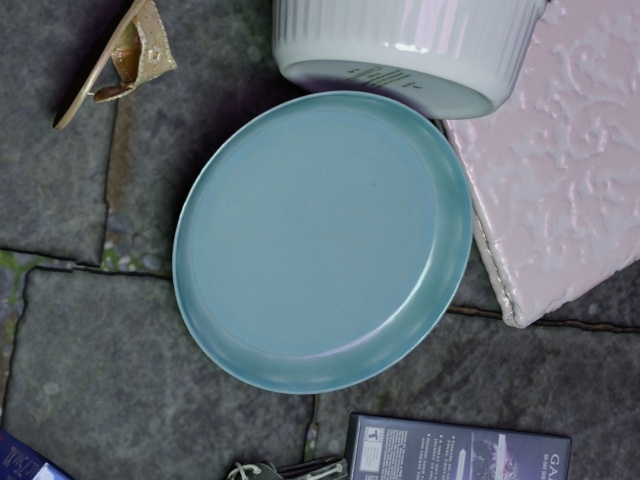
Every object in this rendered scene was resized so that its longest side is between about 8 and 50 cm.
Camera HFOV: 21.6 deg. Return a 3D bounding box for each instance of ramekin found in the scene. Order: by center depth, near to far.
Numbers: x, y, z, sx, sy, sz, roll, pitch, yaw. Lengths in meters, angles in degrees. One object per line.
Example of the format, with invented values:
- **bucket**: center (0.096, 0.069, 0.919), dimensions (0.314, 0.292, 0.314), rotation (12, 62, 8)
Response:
- **ramekin**: center (0.076, -0.203, 1.605), dimensions (0.273, 0.273, 0.127), rotation (13, 82, -27)

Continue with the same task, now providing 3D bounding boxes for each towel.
- **towel**: center (0.281, -0.113, 1.839), dimensions (0.332, 0.053, 0.317), rotation (-28, 104, -24)

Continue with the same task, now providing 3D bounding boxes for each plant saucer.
- **plant saucer**: center (0.000, 0.000, 1.664), dimensions (0.317, 0.044, 0.317), rotation (-9, 113, -20)

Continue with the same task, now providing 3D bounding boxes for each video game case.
- **video game case**: center (0.142, 0.295, 1.801), dimensions (0.274, 0.026, 0.196), rotation (9, 88, -28)

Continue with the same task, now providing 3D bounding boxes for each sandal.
- **sandal**: center (-0.164, -0.194, 1.589), dimensions (0.079, 0.088, 0.240), rotation (29, 74, -19)

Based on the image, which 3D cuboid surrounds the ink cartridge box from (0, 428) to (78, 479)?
- **ink cartridge box**: center (-0.211, 0.263, 1.528), dimensions (0.311, 0.186, 0.065), rotation (38, 78, -23)

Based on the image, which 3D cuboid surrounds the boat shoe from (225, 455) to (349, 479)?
- **boat shoe**: center (-0.067, 0.253, 1.668), dimensions (0.219, 0.078, 0.070), rotation (-3, 94, -35)
